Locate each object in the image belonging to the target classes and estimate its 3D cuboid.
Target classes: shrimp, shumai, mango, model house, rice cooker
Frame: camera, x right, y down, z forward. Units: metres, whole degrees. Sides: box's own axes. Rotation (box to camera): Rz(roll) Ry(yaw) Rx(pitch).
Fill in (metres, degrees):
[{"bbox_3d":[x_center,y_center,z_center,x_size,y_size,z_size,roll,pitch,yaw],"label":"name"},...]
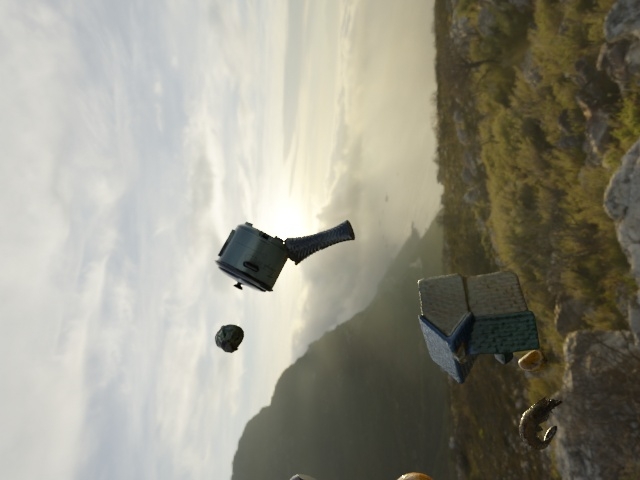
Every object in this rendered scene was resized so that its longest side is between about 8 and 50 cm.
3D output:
[{"bbox_3d":[0.908,0.747,1.850,0.173,0.253,0.058,69,156,4],"label":"shrimp"},{"bbox_3d":[-0.337,0.373,1.661,0.124,0.098,0.087,-53,17,26],"label":"shumai"},{"bbox_3d":[0.796,0.452,1.701,0.114,0.057,0.079,-32,33,42],"label":"mango"},{"bbox_3d":[0.581,0.333,1.692,0.343,0.381,0.335,-86,-22,-46],"label":"model house"},{"bbox_3d":[-0.249,0.074,1.656,0.227,0.241,0.280,-63,11,-9],"label":"rice cooker"}]

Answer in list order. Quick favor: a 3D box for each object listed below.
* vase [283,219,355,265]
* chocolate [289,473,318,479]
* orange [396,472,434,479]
[{"bbox_3d":[0.000,0.000,1.607,0.115,0.237,0.116,-20,-90,-75],"label":"vase"},{"bbox_3d":[-0.074,0.979,1.749,0.124,0.127,0.133,147,140,-67],"label":"chocolate"},{"bbox_3d":[0.361,1.001,1.727,0.219,0.193,0.219,-159,90,-79],"label":"orange"}]
